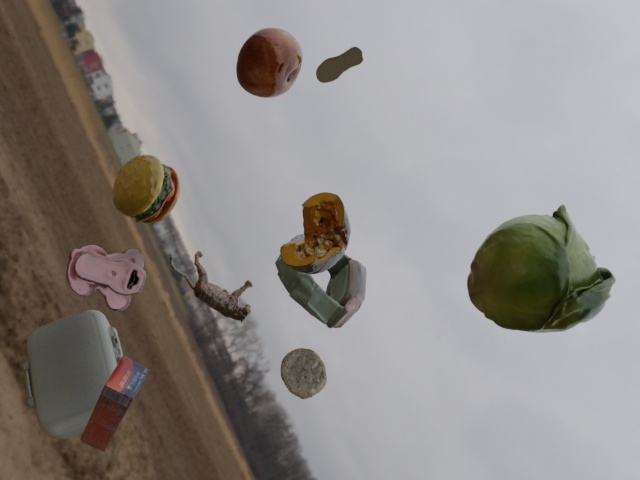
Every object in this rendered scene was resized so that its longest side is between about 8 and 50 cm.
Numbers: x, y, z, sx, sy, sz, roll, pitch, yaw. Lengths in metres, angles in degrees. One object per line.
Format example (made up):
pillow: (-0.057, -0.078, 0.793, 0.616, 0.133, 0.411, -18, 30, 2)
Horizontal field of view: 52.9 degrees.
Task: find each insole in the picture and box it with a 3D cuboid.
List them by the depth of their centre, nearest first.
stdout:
insole: (0.053, -0.517, 1.892, 0.197, 0.004, 0.065, -18, -72, 47)

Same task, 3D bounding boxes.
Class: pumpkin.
pumpkin: (0.000, 0.000, 1.376, 0.119, 0.183, 0.107, 17, -22, 34)

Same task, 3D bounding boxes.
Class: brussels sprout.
brussels sprout: (0.473, 0.071, 1.394, 0.227, 0.294, 0.259, -36, 109, -59)

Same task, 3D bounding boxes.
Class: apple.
apple: (-0.138, -0.499, 1.822, 0.162, 0.201, 0.201, 24, -27, 14)

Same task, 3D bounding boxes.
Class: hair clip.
hair clip: (-0.400, 0.063, 1.196, 0.102, 0.138, 0.123, 157, -55, -67)

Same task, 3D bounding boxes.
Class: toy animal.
toy animal: (-0.306, 0.130, 1.728, 0.114, 0.255, 0.116, -45, -160, 39)

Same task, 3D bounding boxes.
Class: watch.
watch: (-0.006, 0.097, 1.815, 0.241, 0.162, 0.253, 29, 34, -17)

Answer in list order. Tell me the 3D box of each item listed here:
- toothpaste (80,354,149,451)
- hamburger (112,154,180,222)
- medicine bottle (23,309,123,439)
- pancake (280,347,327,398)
toothpaste: (-0.441, 0.354, 1.366, 0.066, 0.076, 0.320, 30, -44, -7)
hamburger: (-0.400, -0.117, 1.482, 0.115, 0.162, 0.162, 29, 22, -51)
medicine bottle: (-0.727, 0.392, 1.917, 0.123, 0.282, 0.375, 89, -22, -49)
pancake: (-0.044, 0.356, 1.736, 0.022, 0.139, 0.139, -42, -109, 53)
